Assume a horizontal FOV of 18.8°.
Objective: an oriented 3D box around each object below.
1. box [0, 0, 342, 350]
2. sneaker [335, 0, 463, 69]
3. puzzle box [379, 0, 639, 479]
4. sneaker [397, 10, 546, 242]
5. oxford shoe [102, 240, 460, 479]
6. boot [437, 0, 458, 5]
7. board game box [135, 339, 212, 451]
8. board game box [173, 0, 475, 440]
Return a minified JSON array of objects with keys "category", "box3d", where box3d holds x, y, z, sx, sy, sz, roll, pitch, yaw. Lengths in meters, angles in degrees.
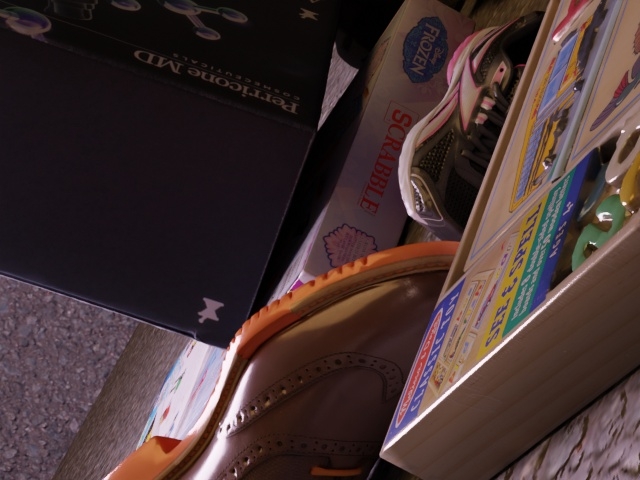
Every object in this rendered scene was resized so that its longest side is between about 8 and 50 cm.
[{"category":"box","box3d":[-0.156,-0.125,1.619,0.395,0.293,0.212,-82,11,-63]},{"category":"sneaker","box3d":[0.109,-0.267,1.805,0.267,0.101,0.106,-54,-2,-1]},{"category":"puzzle box","box3d":[0.161,-0.097,0.938,0.272,0.052,0.409,-52,13,56]},{"category":"sneaker","box3d":[0.105,-0.077,1.193,0.077,0.072,0.178,-35,32,51]},{"category":"oxford shoe","box3d":[-0.007,0.136,1.132,0.364,0.130,0.133,-48,47,37]},{"category":"boot","box3d":[0.153,-0.300,1.628,0.213,0.077,0.165,-63,5,-4]},{"category":"board game box","box3d":[-0.134,0.189,1.895,0.193,0.053,0.305,-55,10,39]},{"category":"board game box","box3d":[0.000,0.000,1.614,0.319,0.066,0.318,-53,12,52]}]
